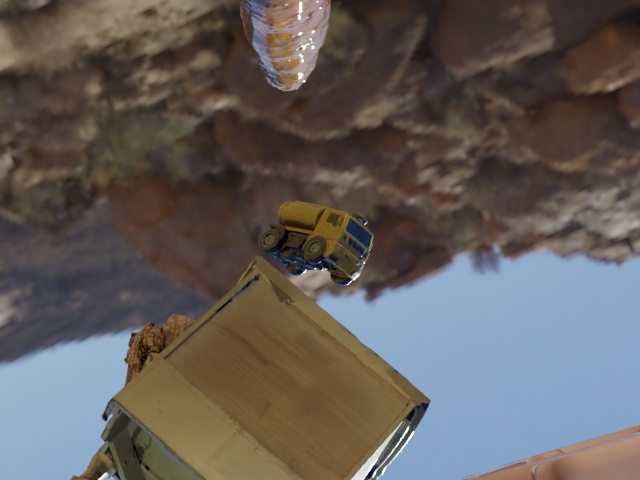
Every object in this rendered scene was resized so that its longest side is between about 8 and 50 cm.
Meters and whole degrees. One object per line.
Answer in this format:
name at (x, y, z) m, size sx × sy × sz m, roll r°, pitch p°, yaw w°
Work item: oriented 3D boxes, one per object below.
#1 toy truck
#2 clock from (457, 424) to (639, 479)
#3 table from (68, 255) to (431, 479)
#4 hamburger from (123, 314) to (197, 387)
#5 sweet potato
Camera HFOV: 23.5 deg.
toy truck at (0.000, 0.000, 1.229) m, size 0.083 × 0.049 × 0.054 m, roll 12°, pitch -109°, yaw 43°
clock at (0.083, 0.096, 0.441) m, size 0.290 × 0.080 × 0.275 m, roll -11°, pitch 169°, yaw -25°
table at (-0.025, 0.067, 0.506) m, size 0.083 × 0.079 × 0.062 m, roll -42°, pitch 167°, yaw -43°
hamburger at (-0.140, 0.192, 1.603) m, size 0.107 × 0.231 × 0.231 m, roll -13°, pitch -168°, yaw 11°
sweet potato at (-0.021, -0.161, 1.011) m, size 0.072 × 0.066 × 0.314 m, roll -37°, pitch 170°, yaw -3°
